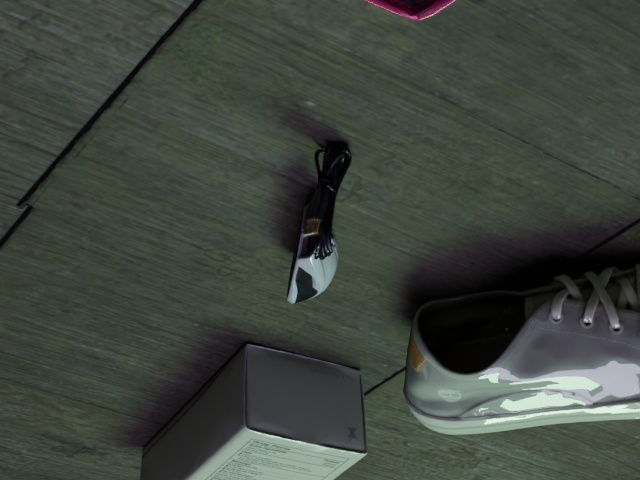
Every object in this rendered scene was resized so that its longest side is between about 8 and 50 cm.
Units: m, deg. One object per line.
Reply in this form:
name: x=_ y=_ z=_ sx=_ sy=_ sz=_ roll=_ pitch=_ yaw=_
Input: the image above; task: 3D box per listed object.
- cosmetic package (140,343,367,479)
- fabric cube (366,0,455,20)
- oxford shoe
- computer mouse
cosmetic package: x=-0.089 y=0.255 z=1.492 sx=0.160 sy=0.113 sz=0.309 roll=17 pitch=140 yaw=-25
fabric cube: x=0.018 y=-0.309 z=0.564 sx=0.259 sy=0.258 sz=0.254 roll=21 pitch=138 yaw=-29
oxford shoe: x=0.290 y=0.091 z=1.251 sx=0.449 sy=0.169 sz=0.130 roll=-12 pitch=122 yaw=15
computer mouse: x=0.000 y=0.000 z=1.157 sx=0.042 sy=0.106 sz=0.193 roll=9 pitch=153 yaw=-3
